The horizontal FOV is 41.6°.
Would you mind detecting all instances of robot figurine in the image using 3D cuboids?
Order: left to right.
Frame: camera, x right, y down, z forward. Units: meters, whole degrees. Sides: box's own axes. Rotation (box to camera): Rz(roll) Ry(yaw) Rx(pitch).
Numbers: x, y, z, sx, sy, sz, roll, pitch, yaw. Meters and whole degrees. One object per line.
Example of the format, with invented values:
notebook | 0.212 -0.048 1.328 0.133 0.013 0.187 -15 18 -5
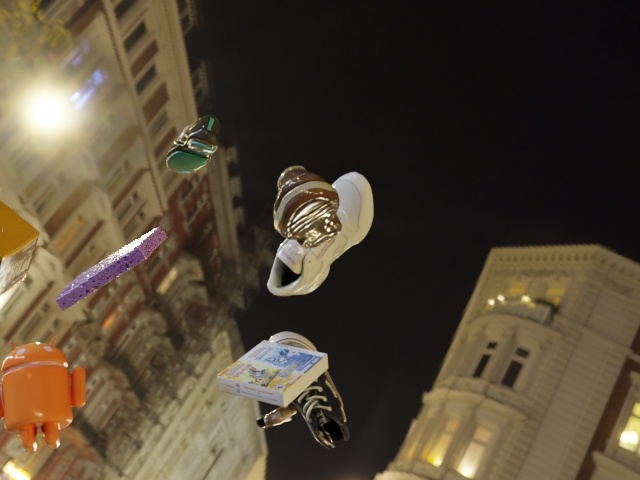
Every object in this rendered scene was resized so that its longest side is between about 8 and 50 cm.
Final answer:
robot figurine | -0.553 0.294 1.636 0.158 0.219 0.128 -20 -23 20

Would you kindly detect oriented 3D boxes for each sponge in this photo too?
sponge | -0.392 0.051 1.586 0.210 0.117 0.031 -30 -76 17

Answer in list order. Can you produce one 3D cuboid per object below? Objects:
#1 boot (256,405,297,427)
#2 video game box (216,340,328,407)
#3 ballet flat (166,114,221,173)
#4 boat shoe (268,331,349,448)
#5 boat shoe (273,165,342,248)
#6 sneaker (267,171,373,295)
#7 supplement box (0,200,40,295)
boot | -0.107 0.410 1.952 0.042 0.087 0.118 67 -24 12
video game box | -0.111 0.311 1.996 0.187 0.205 0.048 5 -69 29
ballet flat | -0.294 -0.234 2.022 0.095 0.096 0.280 22 -16 -22
boat shoe | -0.021 0.393 2.192 0.340 0.127 0.158 56 6 -32
boat shoe | -0.032 -0.057 1.168 0.095 0.095 0.257 61 -4 12
sneaker | 0.000 0.000 1.689 0.114 0.305 0.152 39 21 17
supplement box | -0.848 0.013 2.148 0.191 0.129 0.194 38 -48 5
